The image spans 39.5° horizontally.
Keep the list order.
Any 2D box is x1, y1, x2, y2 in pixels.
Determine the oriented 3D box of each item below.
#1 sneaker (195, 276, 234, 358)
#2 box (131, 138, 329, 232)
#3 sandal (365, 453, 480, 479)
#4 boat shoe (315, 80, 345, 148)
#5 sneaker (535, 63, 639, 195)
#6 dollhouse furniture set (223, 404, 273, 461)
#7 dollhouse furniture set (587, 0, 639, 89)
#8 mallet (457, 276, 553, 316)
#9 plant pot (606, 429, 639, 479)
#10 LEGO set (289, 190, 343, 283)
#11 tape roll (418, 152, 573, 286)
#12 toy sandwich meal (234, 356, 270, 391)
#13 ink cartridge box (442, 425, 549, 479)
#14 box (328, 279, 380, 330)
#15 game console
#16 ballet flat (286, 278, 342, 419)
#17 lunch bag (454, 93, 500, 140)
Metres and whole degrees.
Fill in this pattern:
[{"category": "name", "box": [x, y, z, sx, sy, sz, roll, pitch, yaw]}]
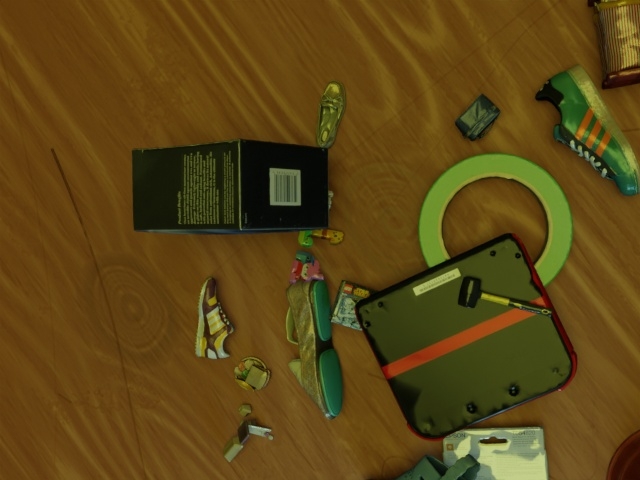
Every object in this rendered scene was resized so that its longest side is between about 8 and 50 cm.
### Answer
[{"category": "sneaker", "box": [-0.234, 0.175, 2.015, 0.084, 0.069, 0.185, 5, 98, 1]}, {"category": "box", "box": [-0.182, -0.104, 1.838, 0.294, 0.296, 0.183, 1, 91, 36]}, {"category": "sandal", "box": [0.230, 0.518, 1.882, 0.317, 0.126, 0.138, -7, 82, 31]}, {"category": "boat shoe", "box": [0.019, -0.280, 1.971, 0.056, 0.048, 0.153, 16, 93, 9]}, {"category": "sneaker", "box": [0.558, -0.212, 1.859, 0.121, 0.108, 0.302, -29, 78, 9]}, {"category": "dollhouse furniture set", "box": [-0.166, 0.447, 2.031, 0.081, 0.091, 0.114, 20, 123, -30]}, {"category": "dollhouse furniture set", "box": [0.743, -0.448, 1.796, 0.374, 0.152, 0.201, -11, 89, 9]}, {"category": "mallet", "box": [0.371, 0.132, 1.803, 0.189, 0.039, 0.062, 21, 96, 8]}, {"category": "plant pot", "box": [0.723, 0.522, 1.753, 0.272, 0.265, 0.272, 0, 91, 9]}, {"category": "LEGO set", "box": [0.000, 0.000, 1.954, 0.093, 0.087, 0.227, 11, 73, 2]}, {"category": "tape roll", "box": [0.371, -0.025, 1.902, 0.321, 0.077, 0.321, 0, 91, 10]}, {"category": "toy sandwich meal", "box": [-0.157, 0.305, 2.016, 0.085, 0.029, 0.086, 0, 91, 9]}, {"category": "ink cartridge box", "box": [0.378, 0.511, 1.921, 0.223, 0.045, 0.224, -3, 90, 10]}, {"category": "box", "box": [0.097, 0.150, 1.948, 0.137, 0.027, 0.094, 18, 94, -15]}, {"category": "game console", "box": [0.305, 0.211, 1.866, 0.386, 0.060, 0.342, -26, 85, 12]}, {"category": "ballet flat", "box": [-0.021, 0.239, 1.970, 0.106, 0.107, 0.316, -9, 84, 29]}, {"category": "lunch bag", "box": [0.337, -0.257, 1.909, 0.065, 0.067, 0.098, 44, 98, 7]}]
